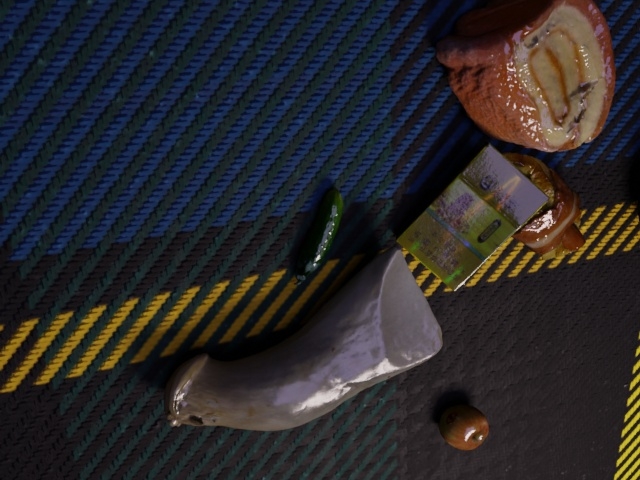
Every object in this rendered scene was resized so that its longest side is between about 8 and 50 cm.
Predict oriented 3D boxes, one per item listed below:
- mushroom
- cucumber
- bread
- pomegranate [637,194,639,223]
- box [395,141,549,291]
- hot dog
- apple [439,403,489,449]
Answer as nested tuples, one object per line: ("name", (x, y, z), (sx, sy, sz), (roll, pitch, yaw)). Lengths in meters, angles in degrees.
("mushroom", (-0.028, 0.174, 0.797), (0.397, 0.126, 0.177), (-30, 107, -7))
("cucumber", (0.000, 0.000, 0.790), (0.037, 0.037, 0.155), (18, 103, -25))
("bread", (0.299, -0.225, 0.767), (0.190, 0.123, 0.244), (-42, 119, -3))
("pomegranate", (0.657, -0.040, 0.859), (0.242, 0.306, 0.242), (0, 116, 0))
("box", (0.221, -0.033, 0.815), (0.121, 0.030, 0.193), (41, 107, -4))
("hot dog", (0.346, -0.047, 0.865), (0.261, 0.093, 0.123), (29, 98, -26))
("apple", (0.256, 0.332, 0.988), (0.084, 0.071, 0.084), (-12, 118, -22))
